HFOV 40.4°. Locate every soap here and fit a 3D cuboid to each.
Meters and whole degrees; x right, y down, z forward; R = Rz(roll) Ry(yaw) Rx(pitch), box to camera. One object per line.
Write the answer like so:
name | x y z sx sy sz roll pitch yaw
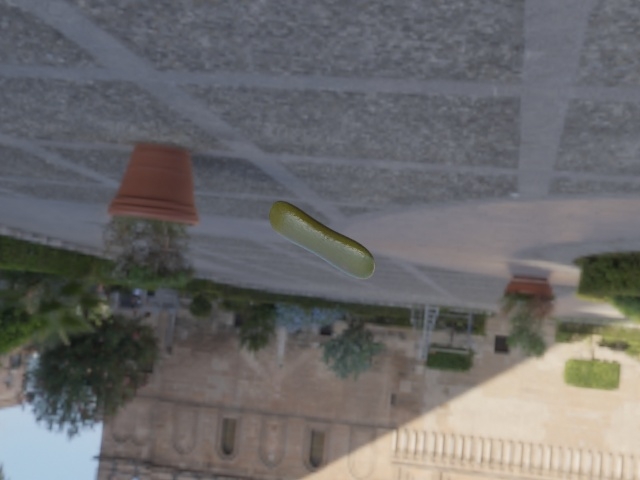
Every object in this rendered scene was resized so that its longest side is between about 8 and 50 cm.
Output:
soap | 0.000 0.000 0.620 0.089 0.034 0.012 29 -132 17
